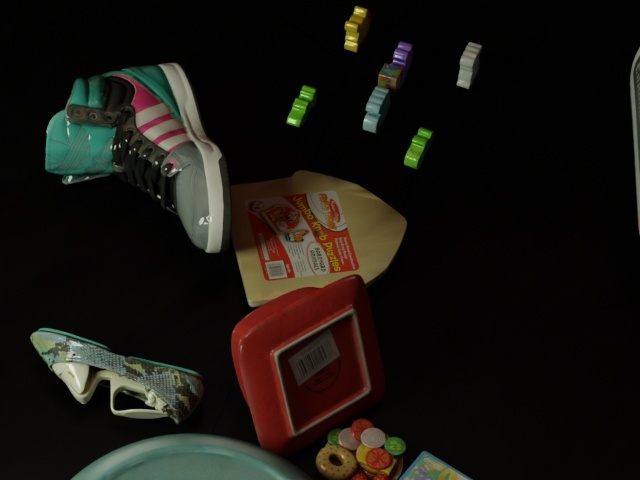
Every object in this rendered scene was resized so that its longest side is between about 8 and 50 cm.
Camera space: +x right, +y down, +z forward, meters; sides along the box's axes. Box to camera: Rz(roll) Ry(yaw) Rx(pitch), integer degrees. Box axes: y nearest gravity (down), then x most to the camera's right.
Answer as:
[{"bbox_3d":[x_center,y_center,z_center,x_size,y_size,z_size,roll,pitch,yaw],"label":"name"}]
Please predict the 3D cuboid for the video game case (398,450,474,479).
[{"bbox_3d":[0.103,0.288,1.743,0.119,0.015,0.166,30,52,20],"label":"video game case"}]

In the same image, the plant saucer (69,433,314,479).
[{"bbox_3d":[-0.113,0.303,1.637,0.318,0.043,0.317,4,52,-5],"label":"plant saucer"}]

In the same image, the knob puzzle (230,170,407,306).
[{"bbox_3d":[0.000,0.000,1.983,0.213,0.030,0.213,3,47,-3],"label":"knob puzzle"}]

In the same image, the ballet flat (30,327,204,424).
[{"bbox_3d":[-0.212,0.140,1.817,0.188,0.070,0.070,14,48,11],"label":"ballet flat"}]

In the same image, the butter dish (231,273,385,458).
[{"bbox_3d":[-0.031,0.114,1.820,0.160,0.159,0.118,-28,33,-27],"label":"butter dish"}]

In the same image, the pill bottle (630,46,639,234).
[{"bbox_3d":[0.456,-0.136,2.032,0.210,0.210,0.363,6,48,0],"label":"pill bottle"}]

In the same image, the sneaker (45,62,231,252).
[{"bbox_3d":[-0.209,-0.090,1.977,0.178,0.123,0.295,-6,41,-18],"label":"sneaker"}]

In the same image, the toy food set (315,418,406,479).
[{"bbox_3d":[0.042,0.215,1.799,0.083,0.020,0.082,21,49,14],"label":"toy food set"}]

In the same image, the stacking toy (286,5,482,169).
[{"bbox_3d":[0.079,-0.179,2.145,0.167,0.052,0.221,19,51,14],"label":"stacking toy"}]
